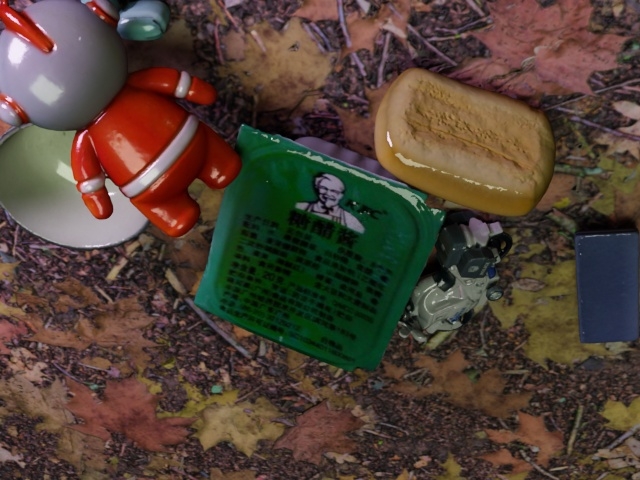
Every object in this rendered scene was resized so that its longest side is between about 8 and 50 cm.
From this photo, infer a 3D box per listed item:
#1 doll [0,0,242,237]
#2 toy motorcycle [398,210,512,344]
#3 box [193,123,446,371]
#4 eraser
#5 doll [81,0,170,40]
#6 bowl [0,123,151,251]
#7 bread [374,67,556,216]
[{"bbox_3d":[-0.242,-0.150,1.211,0.336,0.105,0.199,43,85,-24],"label":"doll"},{"bbox_3d":[0.163,0.056,1.451,0.150,0.102,0.221,0,139,-20],"label":"toy motorcycle"},{"bbox_3d":[0.000,0.000,1.400,0.264,0.106,0.336,22,132,2],"label":"box"},{"bbox_3d":[0.382,0.064,1.458,0.082,0.036,0.225,-4,132,13],"label":"eraser"},{"bbox_3d":[-0.257,-0.254,1.252,0.159,0.059,0.159,-13,130,17],"label":"doll"},{"bbox_3d":[-0.294,-0.098,1.363,0.212,0.112,0.211,5,132,5],"label":"bowl"},{"bbox_3d":[0.163,-0.107,1.269,0.217,0.147,0.098,21,151,-7],"label":"bread"}]
